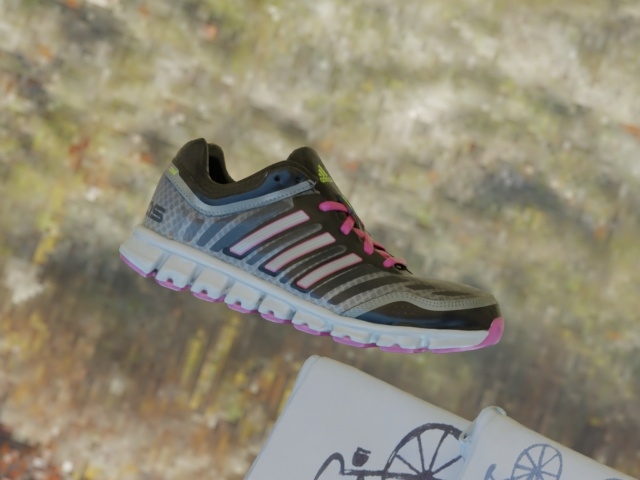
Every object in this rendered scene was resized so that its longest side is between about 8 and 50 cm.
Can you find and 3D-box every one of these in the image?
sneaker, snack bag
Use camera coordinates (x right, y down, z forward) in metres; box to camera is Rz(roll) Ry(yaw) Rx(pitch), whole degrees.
[{"bbox_3d":[0.000,0.000,0.797,0.170,0.075,0.063,16,-178,16],"label":"sneaker"},{"bbox_3d":[0.028,0.234,1.034,0.342,0.323,0.037,23,170,45],"label":"snack bag"}]
